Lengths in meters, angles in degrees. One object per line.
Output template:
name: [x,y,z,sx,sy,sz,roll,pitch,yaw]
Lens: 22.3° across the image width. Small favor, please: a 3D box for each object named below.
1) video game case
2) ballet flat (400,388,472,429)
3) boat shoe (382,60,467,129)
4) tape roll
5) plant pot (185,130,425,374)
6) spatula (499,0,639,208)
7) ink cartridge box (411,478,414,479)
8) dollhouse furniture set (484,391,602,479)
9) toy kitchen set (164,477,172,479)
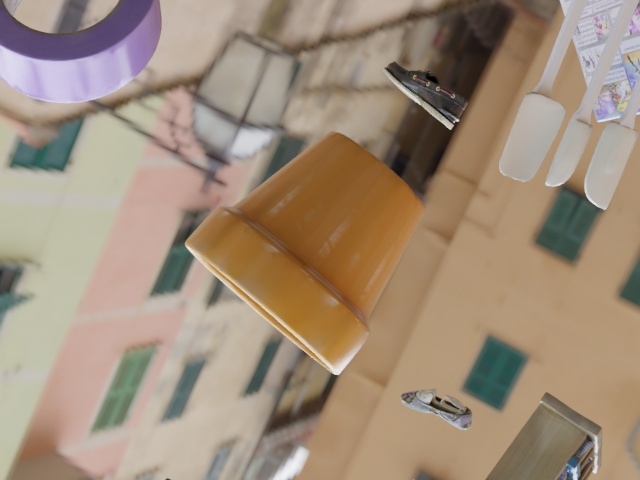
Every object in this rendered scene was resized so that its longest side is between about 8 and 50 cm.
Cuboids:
video game case: [0.376,-0.277,1.984,0.061,0.244,0.269,-18,-176,-11]
ballet flat: [0.175,0.241,2.416,0.114,0.041,0.041,23,-165,16]
boat shoe: [0.124,-0.179,1.921,0.049,0.042,0.133,32,-173,-48]
tape roll: [-0.256,-0.239,1.642,0.189,0.189,0.080,28,155,12]
plant pot: [0.000,0.000,1.648,0.205,0.188,0.205,40,175,5]
spatula: [0.268,-0.159,1.560,0.168,0.242,0.019,16,-171,-35]
ink cartridge box: [0.053,0.480,2.539,0.189,0.232,0.066,-25,-107,-33]
dollhouse furniture set: [0.259,0.265,1.561,0.183,0.129,0.129,32,165,21]
toy kitchen set: [-0.185,0.460,2.441,0.207,0.122,0.166,29,-138,9]
